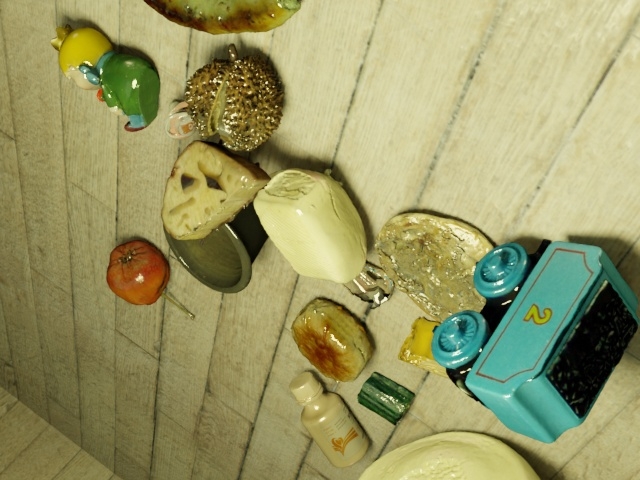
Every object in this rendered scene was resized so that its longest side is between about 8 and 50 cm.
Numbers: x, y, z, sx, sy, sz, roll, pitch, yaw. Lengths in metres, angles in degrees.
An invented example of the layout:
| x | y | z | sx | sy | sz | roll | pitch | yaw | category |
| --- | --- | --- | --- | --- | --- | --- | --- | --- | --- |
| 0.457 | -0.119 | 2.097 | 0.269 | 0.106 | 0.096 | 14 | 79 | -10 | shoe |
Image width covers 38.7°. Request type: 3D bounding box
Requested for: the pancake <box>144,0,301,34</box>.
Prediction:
| x | y | z | sx | sy | sz | roll | pitch | yaw | category |
| --- | --- | --- | --- | --- | --- | --- | --- | --- | --- |
| -0.217 | -0.479 | 1.528 | 0.427 | 0.067 | 0.305 | 38 | 143 | 9 | pancake |

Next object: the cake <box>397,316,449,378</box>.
| x | y | z | sx | sy | sz | roll | pitch | yaw | category |
| --- | --- | --- | --- | --- | --- | --- | --- | --- | --- |
| 0.243 | 0.243 | 1.815 | 0.185 | 0.116 | 0.080 | 54 | 141 | -8 | cake |

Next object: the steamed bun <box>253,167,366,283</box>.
| x | y | z | sx | sy | sz | roll | pitch | yaw | category |
| --- | --- | --- | --- | --- | --- | --- | --- | --- | --- |
| -0.002 | -0.038 | 1.723 | 0.170 | 0.152 | 0.238 | 13 | 146 | 47 | steamed bun |

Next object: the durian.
| x | y | z | sx | sy | sz | roll | pitch | yaw | category |
| --- | --- | --- | --- | --- | --- | --- | --- | --- | --- |
| -0.155 | -0.261 | 1.643 | 0.196 | 0.167 | 0.196 | 6 | 120 | 11 | durian |

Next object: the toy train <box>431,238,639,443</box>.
| x | y | z | sx | sy | sz | roll | pitch | yaw | category |
| --- | --- | --- | --- | --- | --- | --- | --- | --- | --- |
| 0.348 | 0.146 | 1.457 | 0.188 | 0.300 | 0.265 | 46 | 161 | -30 | toy train |

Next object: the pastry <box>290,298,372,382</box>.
| x | y | z | sx | sy | sz | roll | pitch | yaw | category |
| --- | --- | --- | --- | --- | --- | --- | --- | --- | --- |
| 0.025 | 0.221 | 2.007 | 0.192 | 0.093 | 0.182 | 41 | 146 | 8 | pastry |

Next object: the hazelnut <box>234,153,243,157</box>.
| x | y | z | sx | sy | sz | roll | pitch | yaw | category |
| --- | --- | --- | --- | --- | --- | --- | --- | --- | --- |
| -0.172 | -0.131 | 1.842 | 0.086 | 0.086 | 0.086 | 25 | 141 | 22 | hazelnut |

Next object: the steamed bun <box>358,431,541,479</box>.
| x | y | z | sx | sy | sz | roll | pitch | yaw | category |
| --- | --- | --- | --- | --- | --- | --- | --- | --- | --- |
| 0.328 | 0.611 | 1.970 | 0.456 | 0.290 | 0.371 | -5 | 128 | 43 | steamed bun |

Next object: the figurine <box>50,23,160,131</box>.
| x | y | z | sx | sy | sz | roll | pitch | yaw | category |
| --- | --- | --- | --- | --- | --- | --- | --- | --- | --- |
| -0.443 | -0.333 | 1.859 | 0.234 | 0.127 | 0.185 | 20 | 148 | 13 | figurine |

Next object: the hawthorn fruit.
| x | y | z | sx | sy | sz | roll | pitch | yaw | category |
| --- | --- | --- | --- | --- | --- | --- | --- | --- | --- |
| -0.422 | 0.113 | 2.316 | 0.165 | 0.165 | 0.285 | 10 | 157 | 37 | hawthorn fruit |

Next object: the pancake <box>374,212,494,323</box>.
| x | y | z | sx | sy | sz | roll | pitch | yaw | category |
| --- | --- | --- | --- | --- | --- | --- | --- | --- | --- |
| 0.225 | 0.059 | 1.687 | 0.282 | 0.049 | 0.282 | 25 | 142 | 21 | pancake |

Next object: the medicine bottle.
| x | y | z | sx | sy | sz | roll | pitch | yaw | category |
| --- | --- | --- | --- | --- | --- | --- | --- | --- | --- |
| 0.014 | 0.433 | 2.223 | 0.114 | 0.114 | 0.252 | -10 | 120 | 48 | medicine bottle |

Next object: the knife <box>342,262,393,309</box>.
| x | y | z | sx | sy | sz | roll | pitch | yaw | category |
| --- | --- | --- | --- | --- | --- | --- | --- | --- | --- |
| 0.002 | -0.001 | 1.847 | 0.365 | 0.043 | 0.089 | 42 | 112 | 4 | knife |

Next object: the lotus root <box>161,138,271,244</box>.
| x | y | z | sx | sy | sz | roll | pitch | yaw | category |
| --- | --- | --- | --- | --- | --- | --- | --- | --- | --- |
| -0.211 | -0.103 | 1.717 | 0.261 | 0.074 | 0.170 | -43 | 63 | 37 | lotus root |

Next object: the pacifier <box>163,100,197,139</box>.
| x | y | z | sx | sy | sz | roll | pitch | yaw | category |
| --- | --- | --- | --- | --- | --- | --- | --- | --- | --- |
| -0.285 | -0.251 | 1.835 | 0.078 | 0.081 | 0.099 | 56 | 153 | 31 | pacifier |

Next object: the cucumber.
| x | y | z | sx | sy | sz | roll | pitch | yaw | category |
| --- | --- | --- | --- | --- | --- | --- | --- | --- | --- |
| 0.147 | 0.370 | 2.080 | 0.115 | 0.062 | 0.116 | 31 | 142 | 22 | cucumber |

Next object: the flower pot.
| x | y | z | sx | sy | sz | roll | pitch | yaw | category |
| --- | --- | --- | --- | --- | --- | --- | --- | --- | --- |
| -0.198 | -0.023 | 1.914 | 0.235 | 0.148 | 0.235 | 26 | 140 | 24 | flower pot |
